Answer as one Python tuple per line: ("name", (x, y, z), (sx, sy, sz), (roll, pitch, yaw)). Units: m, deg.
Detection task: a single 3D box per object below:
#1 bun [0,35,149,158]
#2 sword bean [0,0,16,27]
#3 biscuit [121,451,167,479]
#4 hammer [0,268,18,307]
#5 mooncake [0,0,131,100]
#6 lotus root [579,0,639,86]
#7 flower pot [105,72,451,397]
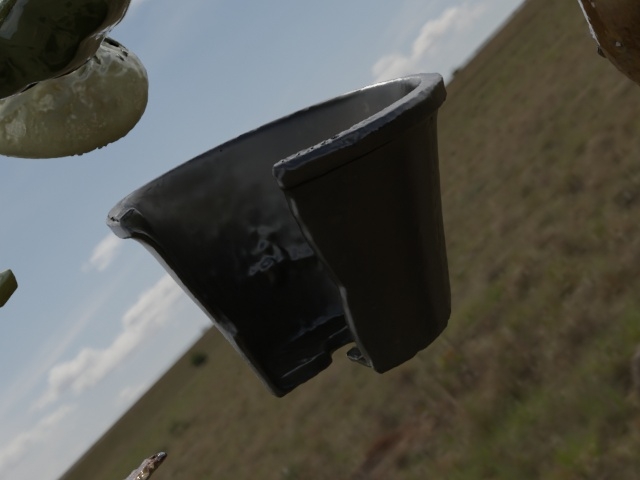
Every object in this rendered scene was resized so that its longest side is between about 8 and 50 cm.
("bun", (-0.393, -0.227, 1.872), (0.287, 0.287, 0.146), (-45, -40, -46))
("sword bean", (-0.174, -0.150, 0.755), (0.083, 0.012, 0.012), (-60, 3, -14))
("biscuit", (-0.209, 0.233, 0.806), (0.232, 0.013, 0.237), (-39, 2, 16))
("hammer", (-0.551, 0.051, 1.867), (0.041, 0.226, 0.159), (77, -147, -54))
("mooncake", (-0.346, -0.320, 1.292), (0.351, 0.351, 0.187), (-45, 5, 11))
("lotus root", (0.310, -0.206, 1.001), (0.272, 0.192, 0.272), (-13, 39, 11))
("flower pot", (0.000, 0.000, 1.357), (0.379, 0.251, 0.379), (-24, 11, 5))
